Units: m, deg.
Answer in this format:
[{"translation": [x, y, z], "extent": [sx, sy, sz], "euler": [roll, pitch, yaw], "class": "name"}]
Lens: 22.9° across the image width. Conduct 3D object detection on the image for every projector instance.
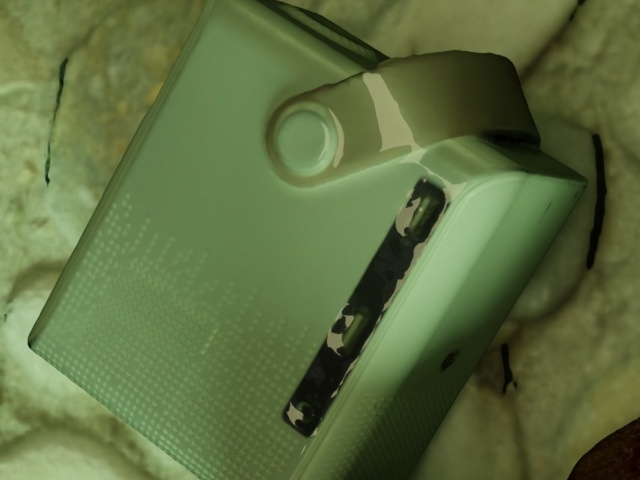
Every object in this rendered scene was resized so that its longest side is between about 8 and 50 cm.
[{"translation": [0.000, 0.000, 0.765], "extent": [0.177, 0.163, 0.242], "euler": [35, 104, 19], "class": "projector"}]

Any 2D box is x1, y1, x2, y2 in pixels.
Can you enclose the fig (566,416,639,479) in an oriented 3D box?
[{"translation": [0.200, 0.166, 0.715], "extent": [0.134, 0.146, 0.201], "euler": [-33, 113, 10], "class": "fig"}]
